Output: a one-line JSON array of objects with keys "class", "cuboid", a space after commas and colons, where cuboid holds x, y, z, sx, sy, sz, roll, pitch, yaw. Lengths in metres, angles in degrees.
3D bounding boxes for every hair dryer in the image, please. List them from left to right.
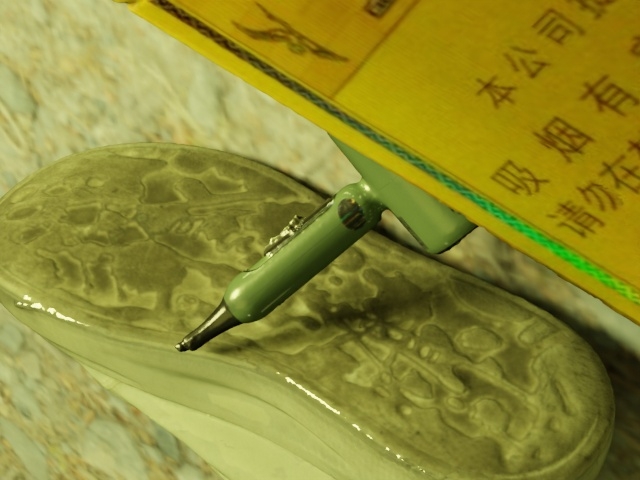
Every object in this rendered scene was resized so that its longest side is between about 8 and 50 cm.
[{"class": "hair dryer", "cuboid": [0.000, 0.000, 0.740, 0.071, 0.150, 0.047, 50, -174, 0]}]

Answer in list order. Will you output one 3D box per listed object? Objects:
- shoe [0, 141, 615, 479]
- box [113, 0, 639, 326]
[{"class": "shoe", "cuboid": [-0.012, 0.072, 0.830, 0.316, 0.124, 0.159, 24, 145, 30]}, {"class": "box", "cuboid": [0.042, -0.115, 0.547, 0.301, 0.084, 0.193, 31, 140, -11]}]
